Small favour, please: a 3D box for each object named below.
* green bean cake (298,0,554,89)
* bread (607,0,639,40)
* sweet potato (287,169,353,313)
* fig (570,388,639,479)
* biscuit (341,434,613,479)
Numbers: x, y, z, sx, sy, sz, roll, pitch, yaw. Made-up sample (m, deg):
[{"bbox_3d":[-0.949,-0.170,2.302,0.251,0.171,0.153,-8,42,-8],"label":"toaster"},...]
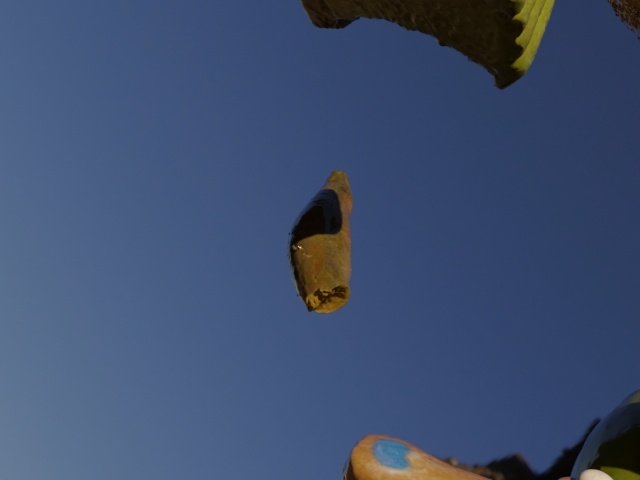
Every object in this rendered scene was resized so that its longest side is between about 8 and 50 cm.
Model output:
[{"bbox_3d":[0.089,-0.258,1.074,0.236,0.124,0.233,22,-18,17],"label":"green bean cake"},{"bbox_3d":[0.426,-0.379,1.519,0.192,0.171,0.314,5,-82,62],"label":"bread"},{"bbox_3d":[0.000,0.000,1.348,0.244,0.077,0.077,-89,174,-55],"label":"sweet potato"},{"bbox_3d":[0.376,0.272,1.305,0.239,0.239,0.271,98,-11,-48],"label":"fig"},{"bbox_3d":[0.167,0.188,0.709,0.205,0.324,0.049,-101,-147,-71],"label":"biscuit"}]
